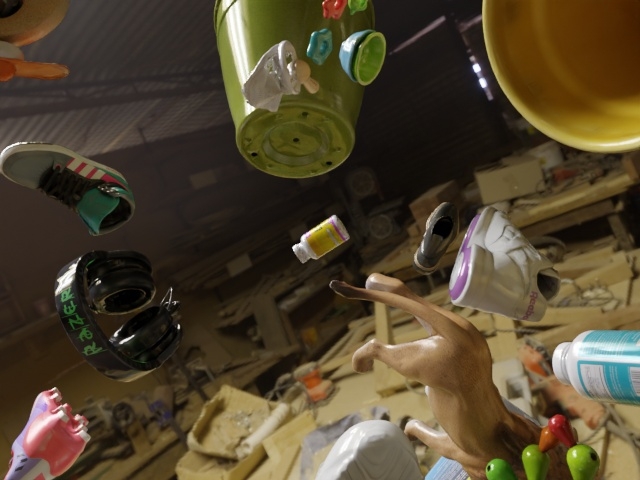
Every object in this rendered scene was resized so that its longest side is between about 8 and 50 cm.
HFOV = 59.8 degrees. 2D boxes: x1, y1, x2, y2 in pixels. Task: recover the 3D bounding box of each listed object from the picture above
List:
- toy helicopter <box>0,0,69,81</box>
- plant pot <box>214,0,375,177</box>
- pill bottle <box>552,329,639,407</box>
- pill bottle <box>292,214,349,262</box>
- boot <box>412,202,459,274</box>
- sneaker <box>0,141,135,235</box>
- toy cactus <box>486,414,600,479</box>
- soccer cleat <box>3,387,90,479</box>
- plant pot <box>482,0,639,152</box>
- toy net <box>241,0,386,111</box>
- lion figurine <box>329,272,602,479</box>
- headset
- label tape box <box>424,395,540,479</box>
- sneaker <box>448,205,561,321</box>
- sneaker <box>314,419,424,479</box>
[{"bbox_3d":[-0.528,-0.298,0.789,0.355,0.235,0.140,-32,-1,-13],"label":"toy helicopter"},{"bbox_3d":[-0.055,-0.339,1.185,0.366,0.353,0.366,-1,-30,-1],"label":"plant pot"},{"bbox_3d":[0.599,0.250,1.099,0.146,0.146,0.264,-29,7,-29],"label":"pill bottle"},{"bbox_3d":[0.000,0.000,0.854,0.083,0.043,0.043,-33,4,7],"label":"pill bottle"},{"bbox_3d":[0.270,-0.035,1.199,0.137,0.076,0.198,100,-167,-56],"label":"boot"},{"bbox_3d":[-0.518,-0.098,1.193,0.295,0.178,0.124,15,-64,-53],"label":"sneaker"},{"bbox_3d":[0.238,0.298,0.565,0.112,0.180,0.219,-5,-49,-47],"label":"toy cactus"},{"bbox_3d":[-0.357,0.254,0.717,0.095,0.083,0.248,-43,13,-25],"label":"soccer cleat"},{"bbox_3d":[0.334,-0.243,0.543,0.239,0.254,0.254,-27,4,-24],"label":"plant pot"},{"bbox_3d":[0.002,-0.221,0.654,0.232,0.045,0.122,-39,-32,-39],"label":"toy net"},{"bbox_3d":[0.182,0.195,0.702,0.240,0.392,0.142,9,55,53],"label":"lion figurine"},{"bbox_3d":[-0.384,0.152,1.086,0.185,0.243,0.394,-29,-7,8],"label":"headset"},{"bbox_3d":[0.279,0.448,0.974,0.249,0.115,0.347,-56,-9,14],"label":"label tape box"},{"bbox_3d":[0.290,0.042,0.876,0.152,0.114,0.305,20,28,12],"label":"sneaker"},{"bbox_3d":[0.023,0.203,0.443,0.090,0.232,0.115,1,37,-7],"label":"sneaker"}]
